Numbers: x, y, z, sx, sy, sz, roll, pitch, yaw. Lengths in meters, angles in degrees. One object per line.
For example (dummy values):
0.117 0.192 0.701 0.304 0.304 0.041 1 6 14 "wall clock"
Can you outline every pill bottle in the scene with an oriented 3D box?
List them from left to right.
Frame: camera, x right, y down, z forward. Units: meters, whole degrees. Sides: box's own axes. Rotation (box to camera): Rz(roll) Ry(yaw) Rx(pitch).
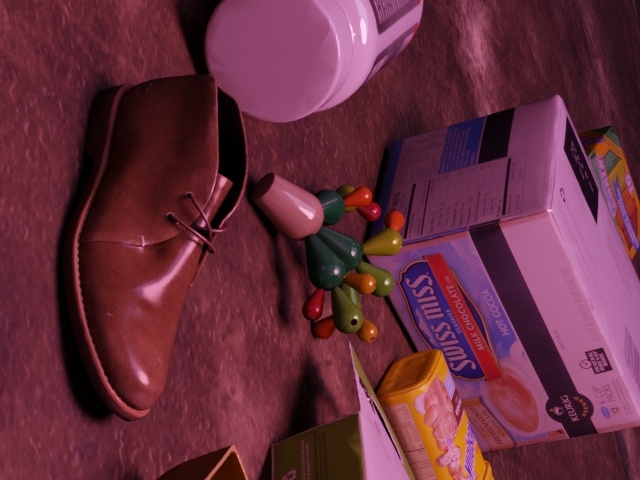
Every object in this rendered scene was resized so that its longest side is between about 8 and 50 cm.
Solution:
-0.006 -0.220 1.616 0.161 0.161 0.283 70 23 -12 "pill bottle"

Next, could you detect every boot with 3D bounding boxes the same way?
-0.125 -0.007 1.268 0.112 0.115 0.305 49 35 -51 "boot"

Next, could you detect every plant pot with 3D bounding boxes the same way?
-0.101 0.215 1.222 0.081 0.083 0.081 70 22 -12 "plant pot"

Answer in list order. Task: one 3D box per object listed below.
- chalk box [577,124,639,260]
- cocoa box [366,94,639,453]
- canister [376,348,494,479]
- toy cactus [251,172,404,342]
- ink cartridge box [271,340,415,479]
0.343 -0.034 2.302 0.180 0.179 0.289 71 22 -10 "chalk box"
0.233 0.048 1.926 0.347 0.228 0.231 61 27 -32 "cocoa box"
0.127 0.219 1.775 0.126 0.073 0.170 -53 124 -66 "canister"
0.000 0.000 1.610 0.180 0.112 0.219 40 40 -26 "toy cactus"
0.031 0.245 1.514 0.255 0.097 0.189 -97 163 -63 "ink cartridge box"
